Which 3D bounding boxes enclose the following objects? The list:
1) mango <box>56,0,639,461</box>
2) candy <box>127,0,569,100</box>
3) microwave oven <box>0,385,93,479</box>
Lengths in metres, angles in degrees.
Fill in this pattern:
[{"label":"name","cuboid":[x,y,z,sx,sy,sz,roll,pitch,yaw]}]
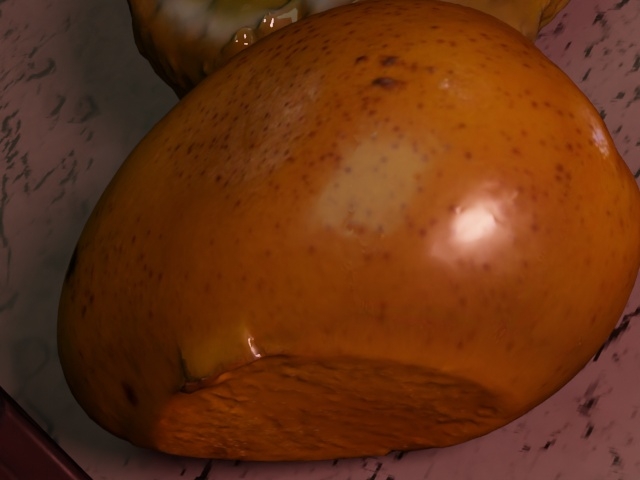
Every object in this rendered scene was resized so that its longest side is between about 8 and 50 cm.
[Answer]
[{"label":"mango","cuboid":[0.000,0.000,0.822,0.290,0.160,0.191,-21,48,37]},{"label":"candy","cuboid":[0.020,-0.157,0.976,0.260,0.118,0.260,-25,36,20]},{"label":"microwave oven","cuboid":[-0.202,0.119,0.835,0.178,0.188,0.247,-47,39,-8]}]
